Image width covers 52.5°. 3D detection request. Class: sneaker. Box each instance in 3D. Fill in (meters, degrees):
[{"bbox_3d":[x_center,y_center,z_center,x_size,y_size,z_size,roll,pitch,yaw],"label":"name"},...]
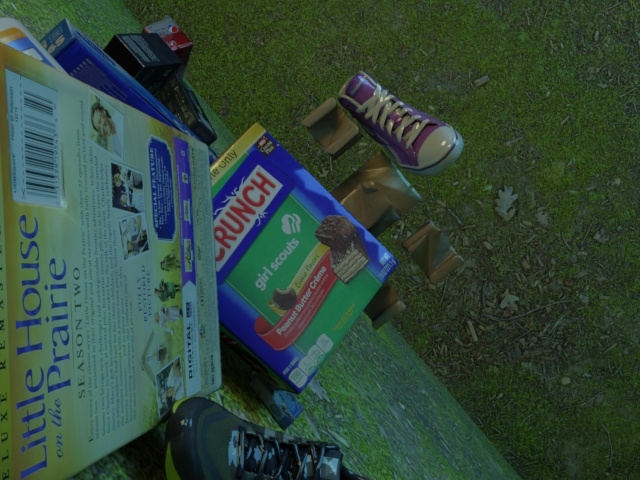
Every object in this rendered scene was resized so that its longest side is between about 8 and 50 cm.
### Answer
[{"bbox_3d":[-0.045,0.238,0.688,0.300,0.121,0.111,43,37,-43],"label":"sneaker"},{"bbox_3d":[0.117,-0.209,1.115,0.161,0.102,0.282,36,3,-36],"label":"sneaker"}]

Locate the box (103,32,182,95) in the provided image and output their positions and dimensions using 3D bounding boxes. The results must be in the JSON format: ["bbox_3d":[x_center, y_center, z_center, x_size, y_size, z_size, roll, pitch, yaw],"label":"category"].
[{"bbox_3d":[-0.405,-0.355,1.385,0.093,0.156,0.158,49,26,-1],"label":"box"}]

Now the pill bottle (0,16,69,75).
[{"bbox_3d":[-0.323,-0.112,0.776,0.272,0.152,0.152,50,7,-13],"label":"pill bottle"}]

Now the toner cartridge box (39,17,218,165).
[{"bbox_3d":[-0.322,-0.167,1.032,0.348,0.165,0.075,44,8,-48],"label":"toner cartridge box"}]

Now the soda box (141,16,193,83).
[{"bbox_3d":[-0.391,-0.402,1.565,0.092,0.083,0.263,51,-36,10],"label":"soda box"}]

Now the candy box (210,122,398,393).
[{"bbox_3d":[-0.082,0.026,0.986,0.317,0.268,0.122,43,-24,-9],"label":"candy box"}]

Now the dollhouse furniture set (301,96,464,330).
[{"bbox_3d":[0.000,0.000,1.242,0.362,0.394,0.256,50,6,-2],"label":"dollhouse furniture set"}]

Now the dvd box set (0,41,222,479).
[{"bbox_3d":[-0.192,0.028,0.596,0.420,0.062,0.307,5,81,-80],"label":"dvd box set"}]

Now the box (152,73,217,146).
[{"bbox_3d":[-0.306,-0.202,1.248,0.059,0.183,0.232,45,7,-39],"label":"box"}]

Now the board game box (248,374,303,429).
[{"bbox_3d":[-0.069,0.249,1.033,0.090,0.020,0.090,50,7,7],"label":"board game box"}]
